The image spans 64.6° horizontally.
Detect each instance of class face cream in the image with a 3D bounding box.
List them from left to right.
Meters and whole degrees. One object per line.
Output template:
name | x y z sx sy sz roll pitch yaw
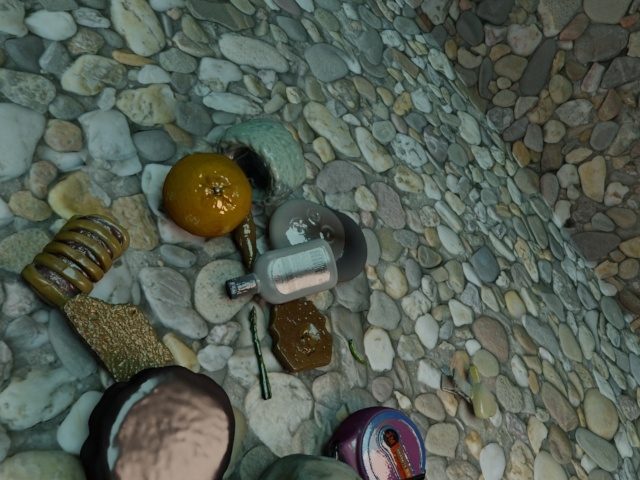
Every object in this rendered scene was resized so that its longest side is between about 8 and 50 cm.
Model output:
face cream | -0.099 0.092 1.309 0.292 0.071 0.143 -16 91 -24

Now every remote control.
remote control | 0.000 0.000 1.465 0.332 0.104 0.220 18 65 -31

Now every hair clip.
hair clip | 0.477 0.472 1.588 0.218 0.071 0.159 40 45 -18

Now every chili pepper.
chili pepper | 0.104 0.315 1.419 0.030 0.017 0.083 -19 77 -44

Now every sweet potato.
sweet potato | -0.202 -0.013 1.353 0.068 0.060 0.205 -14 68 -3

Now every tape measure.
tape measure | 0.133 0.532 1.232 0.245 0.149 0.231 -21 82 -36

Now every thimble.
thimble | -0.162 -0.224 1.402 0.250 0.205 0.172 47 45 1

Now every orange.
orange | -0.279 -0.115 1.266 0.219 0.193 0.219 15 69 -44

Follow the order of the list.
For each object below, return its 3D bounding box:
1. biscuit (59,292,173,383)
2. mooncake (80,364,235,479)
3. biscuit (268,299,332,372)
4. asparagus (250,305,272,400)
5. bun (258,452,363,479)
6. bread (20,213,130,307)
biscuit | -0.417 0.194 1.047 0.236 0.026 0.131 59 43 -14
mooncake | -0.307 0.386 0.975 0.283 0.141 0.282 15 65 -35
biscuit | -0.057 0.234 1.331 0.182 0.034 0.215 -1 63 -39
asparagus | -0.150 0.274 1.245 0.023 0.022 0.232 -15 71 4
bun | 0.026 0.571 0.982 0.211 0.362 0.361 -39 91 -9
bread | -0.509 0.035 1.065 0.134 0.081 0.225 36 52 -15
